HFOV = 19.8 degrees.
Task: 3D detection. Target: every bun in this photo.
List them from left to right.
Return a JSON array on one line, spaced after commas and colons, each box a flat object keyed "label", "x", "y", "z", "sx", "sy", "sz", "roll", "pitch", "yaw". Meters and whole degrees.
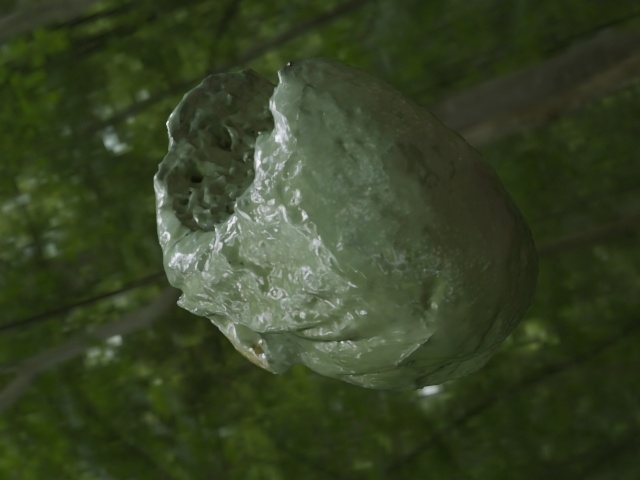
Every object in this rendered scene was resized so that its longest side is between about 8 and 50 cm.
[{"label": "bun", "x": 0.000, "y": 0.000, "z": 0.888, "sx": 0.204, "sy": 0.212, "sz": 0.126, "roll": 33, "pitch": -104, "yaw": 9}]
